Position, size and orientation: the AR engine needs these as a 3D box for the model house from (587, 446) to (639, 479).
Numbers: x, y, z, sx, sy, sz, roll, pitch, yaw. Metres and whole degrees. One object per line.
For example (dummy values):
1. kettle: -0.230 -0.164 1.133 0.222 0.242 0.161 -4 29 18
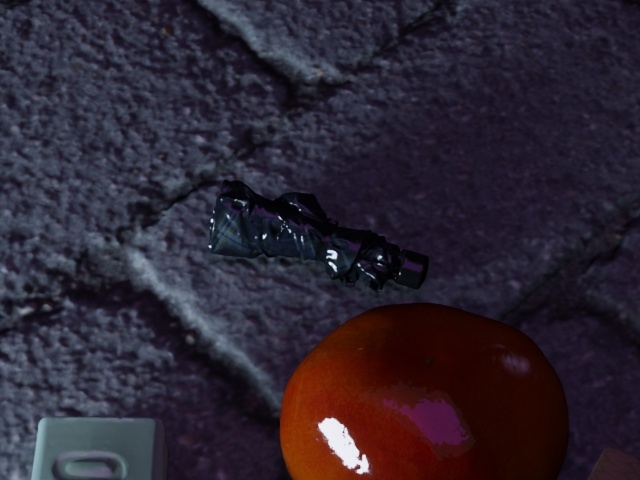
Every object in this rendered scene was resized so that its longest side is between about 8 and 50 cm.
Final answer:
1. model house: 0.213 0.318 1.328 0.169 0.244 0.326 27 59 14

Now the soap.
1. soap: -0.200 0.257 1.465 0.119 0.066 0.198 0 55 0

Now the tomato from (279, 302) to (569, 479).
1. tomato: 0.094 0.160 1.476 0.260 0.180 0.260 1 52 -2

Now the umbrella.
1. umbrella: 0.001 -0.002 1.660 0.224 0.080 0.071 16 21 6
